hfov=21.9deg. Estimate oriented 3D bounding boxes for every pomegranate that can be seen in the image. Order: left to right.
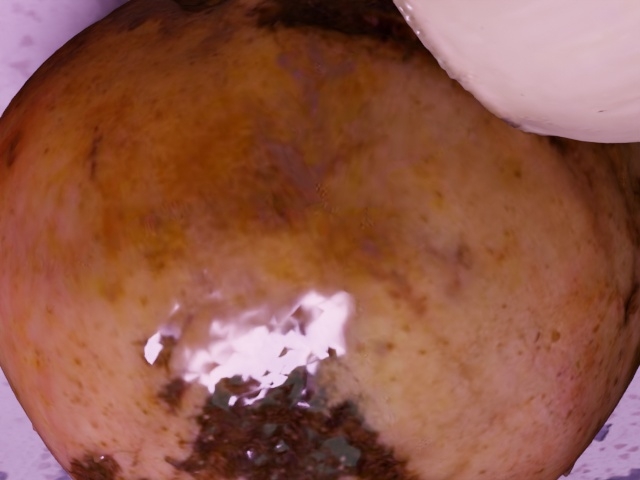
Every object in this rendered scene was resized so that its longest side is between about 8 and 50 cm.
[{"bbox_3d":[0.000,0.000,0.772,0.322,0.322,0.322,-6,144,-4],"label":"pomegranate"}]

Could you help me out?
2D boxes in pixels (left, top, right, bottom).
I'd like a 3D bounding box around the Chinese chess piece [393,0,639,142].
[{"bbox_3d":[0.092,-0.167,0.588,0.112,0.270,0.270,-18,144,30],"label":"Chinese chess piece"}]
